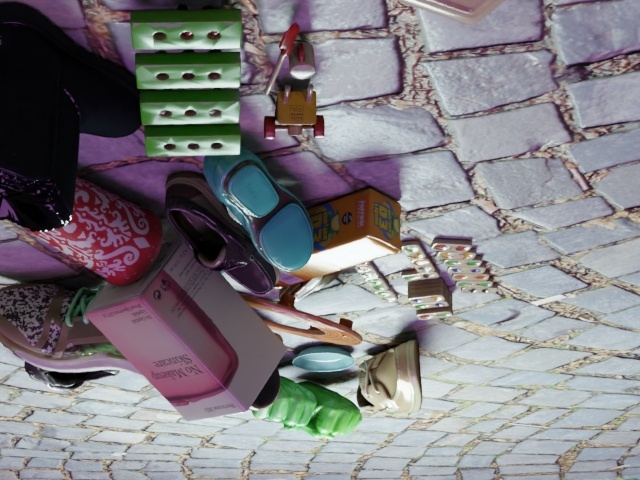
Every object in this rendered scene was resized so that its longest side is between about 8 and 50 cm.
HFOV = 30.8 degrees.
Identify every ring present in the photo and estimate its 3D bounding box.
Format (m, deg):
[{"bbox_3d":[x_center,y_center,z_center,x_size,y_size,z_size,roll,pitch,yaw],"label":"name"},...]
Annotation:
[{"bbox_3d":[-0.094,0.105,1.814,0.336,0.032,0.336,15,171,3],"label":"ring"}]

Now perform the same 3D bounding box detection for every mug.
[{"bbox_3d":[-0.320,-0.017,1.535,0.150,0.113,0.169,-17,149,30],"label":"mug"}]

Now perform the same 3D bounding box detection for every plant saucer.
[{"bbox_3d":[0.006,0.222,2.205,0.119,0.021,0.119,-1,157,0],"label":"plant saucer"}]

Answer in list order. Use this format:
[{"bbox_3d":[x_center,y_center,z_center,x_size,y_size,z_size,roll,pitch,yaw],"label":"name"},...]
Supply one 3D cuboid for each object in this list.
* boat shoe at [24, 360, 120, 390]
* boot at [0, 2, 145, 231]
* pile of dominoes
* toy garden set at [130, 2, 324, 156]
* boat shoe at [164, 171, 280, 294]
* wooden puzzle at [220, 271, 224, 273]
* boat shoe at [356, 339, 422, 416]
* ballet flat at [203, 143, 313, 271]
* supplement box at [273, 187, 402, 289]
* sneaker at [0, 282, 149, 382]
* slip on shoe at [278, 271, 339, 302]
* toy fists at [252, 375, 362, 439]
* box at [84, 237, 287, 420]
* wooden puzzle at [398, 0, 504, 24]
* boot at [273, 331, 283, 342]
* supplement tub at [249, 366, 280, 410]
[{"bbox_3d":[-0.458,0.230,2.129,0.112,0.095,0.335,16,152,-33],"label":"boat shoe"},{"bbox_3d":[-0.272,-0.101,1.210,0.094,0.207,0.246,-11,155,24],"label":"boot"},{"bbox_3d":[0.162,0.064,1.811,0.196,0.040,0.251,-7,156,17],"label":"pile of dominoes"},{"bbox_3d":[-0.092,-0.176,1.239,0.204,0.049,0.244,-2,153,-6],"label":"toy garden set"},{"bbox_3d":[-0.137,0.007,1.548,0.080,0.073,0.223,-14,131,31],"label":"boat shoe"},{"bbox_3d":[-0.110,0.030,1.768,0.116,0.014,0.078,-5,152,11],"label":"wooden puzzle"},{"bbox_3d":[0.127,0.273,2.199,0.110,0.122,0.341,0,158,-3],"label":"boat shoe"},{"bbox_3d":[-0.079,-0.051,1.490,0.083,0.087,0.247,-39,144,-3],"label":"ballet flat"},{"bbox_3d":[0.000,0.000,1.614,0.233,0.078,0.080,-18,150,35],"label":"supplement box"},{"bbox_3d":[-0.314,0.111,1.805,0.410,0.158,0.182,11,136,-2],"label":"sneaker"},{"bbox_3d":[-0.019,0.066,1.806,0.041,0.051,0.135,16,145,-27],"label":"slip on shoe"},{"bbox_3d":[-0.038,0.328,2.295,0.279,0.096,0.142,23,175,-41],"label":"toy fists"},{"bbox_3d":[-0.188,0.128,1.638,0.148,0.127,0.232,-17,120,46],"label":"box"},{"bbox_3d":[0.107,-0.277,1.016,0.221,0.044,0.238,12,158,-28],"label":"wooden puzzle"},{"bbox_3d":[-0.177,0.180,2.051,0.197,0.073,0.152,-2,169,32],"label":"boot"},{"bbox_3d":[-0.174,0.262,2.174,0.106,0.106,0.198,22,162,-41],"label":"supplement tub"}]
